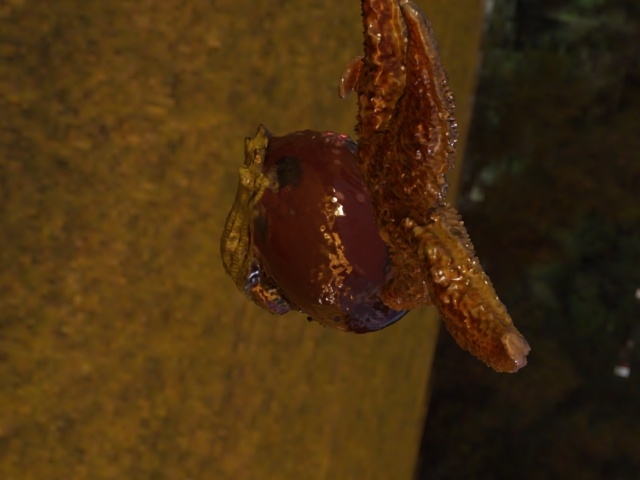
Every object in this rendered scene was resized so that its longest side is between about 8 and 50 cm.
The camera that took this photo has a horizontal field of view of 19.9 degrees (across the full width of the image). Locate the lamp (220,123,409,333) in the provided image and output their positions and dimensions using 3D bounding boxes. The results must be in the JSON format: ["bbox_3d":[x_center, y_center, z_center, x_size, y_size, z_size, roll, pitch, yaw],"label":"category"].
[{"bbox_3d":[0.002,0.000,1.294,0.135,0.157,0.156,-42,158,11],"label":"lamp"}]

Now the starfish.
[{"bbox_3d":[0.041,-0.028,0.810,0.240,0.043,0.227,-117,-171,-46],"label":"starfish"}]
